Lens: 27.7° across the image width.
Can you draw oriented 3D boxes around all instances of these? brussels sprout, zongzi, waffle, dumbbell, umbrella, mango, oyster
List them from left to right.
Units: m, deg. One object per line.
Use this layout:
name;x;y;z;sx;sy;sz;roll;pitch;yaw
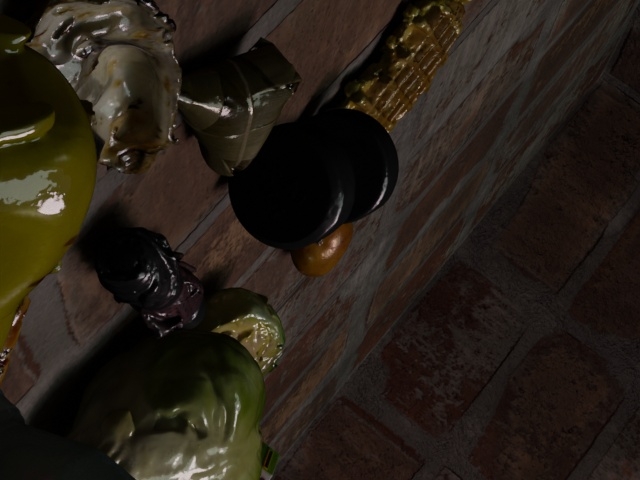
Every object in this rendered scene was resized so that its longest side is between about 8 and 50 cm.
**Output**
oyster;-0.179;-0.128;1.075;0.128;0.079;0.345;-29;166;-8
umbrella;-0.186;0.049;1.475;0.090;0.094;0.326;-44;168;-5
brussels sprout;-0.199;0.264;1.677;0.316;0.242;0.274;-43;159;-34
zongzi;-0.117;-0.117;1.324;0.176;0.078;0.160;-26;153;-44
brussels sprout;-0.135;0.129;1.847;0.151;0.122;0.149;5;120;-35
dumbbell;-0.004;-0.082;1.641;0.152;0.152;0.218;-58;167;23
mango;-0.003;0.004;2.063;0.115;0.089;0.165;-56;175;-37
waffle;0.105;-0.231;1.861;0.301;0.058;0.282;-48;167;-20

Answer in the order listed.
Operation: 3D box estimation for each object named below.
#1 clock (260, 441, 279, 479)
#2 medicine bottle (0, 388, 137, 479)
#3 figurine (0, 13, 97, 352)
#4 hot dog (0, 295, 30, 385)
clock;-0.207;0.374;2.024;0.166;0.235;0.309;-41;-167;50
medicine bottle;-0.297;0.311;1.337;0.245;0.290;0.245;-48;167;-14
figurine;-0.262;-0.003;0.896;0.169;0.218;0.327;16;127;-33
hot dog;-0.345;0.135;1.164;0.268;0.075;0.144;-57;170;29
